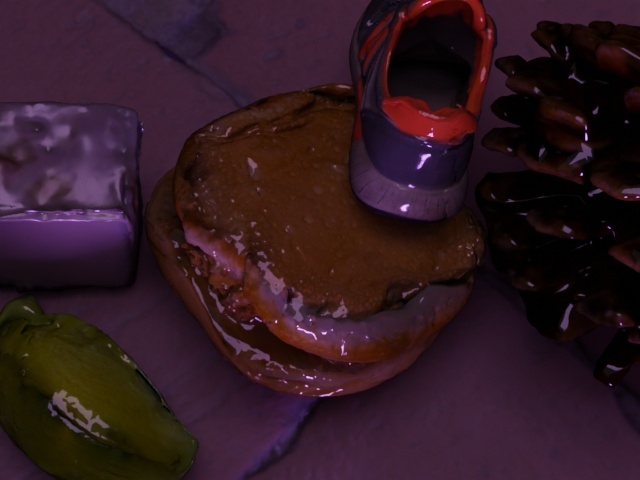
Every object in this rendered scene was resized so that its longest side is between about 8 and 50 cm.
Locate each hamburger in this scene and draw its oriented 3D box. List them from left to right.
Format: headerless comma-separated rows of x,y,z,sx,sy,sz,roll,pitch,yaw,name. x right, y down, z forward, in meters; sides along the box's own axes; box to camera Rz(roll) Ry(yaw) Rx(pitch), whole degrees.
0.000,0.000,1.709,0.318,0.158,0.318,9,54,-12,hamburger

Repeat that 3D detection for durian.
-0.224,0.151,1.685,0.250,0.101,0.139,36,32,16,durian

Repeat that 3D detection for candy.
-0.257,-0.039,1.720,0.185,0.195,0.137,-1,67,-5,candy

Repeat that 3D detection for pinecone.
0.339,-0.035,1.645,0.398,0.398,0.398,0,65,-1,pinecone

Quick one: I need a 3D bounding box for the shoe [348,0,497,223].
0.101,-0.184,1.675,0.132,0.171,0.336,13,46,-4,shoe
